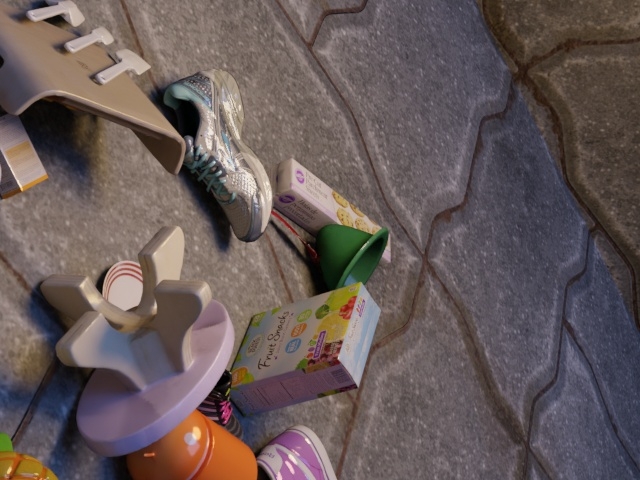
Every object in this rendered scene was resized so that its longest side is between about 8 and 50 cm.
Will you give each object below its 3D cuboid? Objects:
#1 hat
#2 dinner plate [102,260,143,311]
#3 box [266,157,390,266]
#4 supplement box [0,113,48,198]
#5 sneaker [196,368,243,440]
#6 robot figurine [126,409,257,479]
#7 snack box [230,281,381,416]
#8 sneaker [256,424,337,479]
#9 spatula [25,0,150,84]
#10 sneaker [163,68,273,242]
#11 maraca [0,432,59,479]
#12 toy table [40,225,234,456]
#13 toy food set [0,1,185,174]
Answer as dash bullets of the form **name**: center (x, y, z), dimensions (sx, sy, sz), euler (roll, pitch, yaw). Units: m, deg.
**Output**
- **hat**: center (0.000, 0.000, 2.269), dimensions (0.183, 0.208, 0.173), euler (33, 57, 14)
- **dinner plate**: center (-0.259, 0.097, 1.805), dimensions (0.141, 0.017, 0.141), euler (38, 43, -46)
- **box**: center (0.017, -0.040, 2.309), dimensions (0.324, 0.063, 0.067), euler (37, 43, -46)
- **supplement box**: center (-0.400, -0.110, 1.666), dimensions (0.098, 0.036, 0.062), euler (66, 30, -9)
- **sneaker**: center (-0.150, 0.226, 1.854), dimensions (0.170, 0.074, 0.063), euler (59, 31, -20)
- **robot figurine**: center (-0.169, 0.299, 1.723), dimensions (0.219, 0.128, 0.158), euler (43, 64, -40)
- **snack box**: center (-0.026, 0.166, 1.964), dimensions (0.070, 0.207, 0.174), euler (55, 32, -26)
- **sneaker**: center (-0.019, 0.434, 1.944), dimensions (0.282, 0.102, 0.161), euler (58, 33, -1)
- **spatula**: center (-0.324, -0.276, 1.786), dimensions (0.168, 0.019, 0.242), euler (43, 15, -6)
- **sneaker**: center (-0.172, -0.124, 2.028), dimensions (0.122, 0.110, 0.283), euler (-17, 85, -43)
- **maraca**: center (-0.352, 0.282, 1.461), dimensions (0.186, 0.099, 0.127), euler (50, 19, 16)
- **toy table**: center (-0.227, 0.118, 1.641), dimensions (0.274, 0.252, 0.161), euler (-67, 145, -51)
- **toy food set**: center (-0.338, -0.195, 1.719), dimensions (0.306, 0.092, 0.220), euler (18, 25, -53)
